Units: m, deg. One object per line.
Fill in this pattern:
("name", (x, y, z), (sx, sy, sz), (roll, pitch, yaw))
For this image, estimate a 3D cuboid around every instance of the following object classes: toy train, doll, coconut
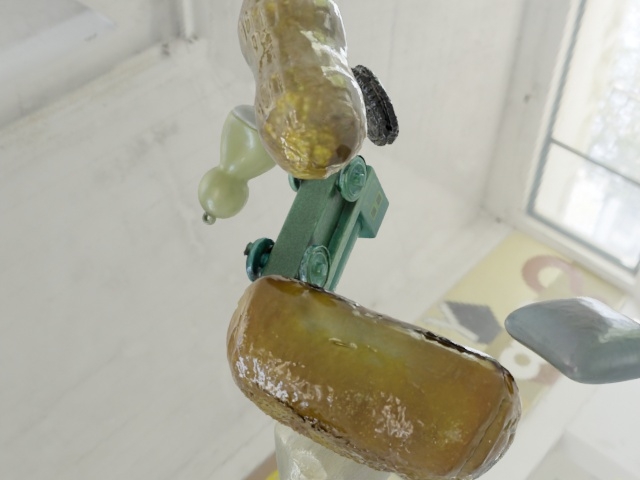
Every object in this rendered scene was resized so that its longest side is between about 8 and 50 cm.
("toy train", (0.000, 0.000, 1.303), (0.298, 0.120, 0.194), (-66, -31, -25))
("doll", (-0.154, -0.158, 1.727), (0.296, 0.141, 0.117), (-60, -20, 19))
("coconut", (0.026, 0.414, 1.742), (0.266, 0.237, 0.237), (-41, -30, -6))

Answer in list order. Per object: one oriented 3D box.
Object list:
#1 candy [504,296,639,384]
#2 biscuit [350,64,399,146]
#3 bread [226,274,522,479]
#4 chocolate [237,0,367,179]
("candy", (0.313, 0.113, 1.028), (0.138, 0.174, 0.071), (-5, -75, -14))
("biscuit", (0.110, -0.296, 1.925), (0.053, 0.194, 0.194), (-27, -35, -9))
("bread", (0.053, 0.189, 1.027), (0.328, 0.337, 0.148), (85, -151, -70))
("chocolate", (-0.025, -0.196, 1.002), (0.134, 0.309, 0.134), (-8, -34, -5))
